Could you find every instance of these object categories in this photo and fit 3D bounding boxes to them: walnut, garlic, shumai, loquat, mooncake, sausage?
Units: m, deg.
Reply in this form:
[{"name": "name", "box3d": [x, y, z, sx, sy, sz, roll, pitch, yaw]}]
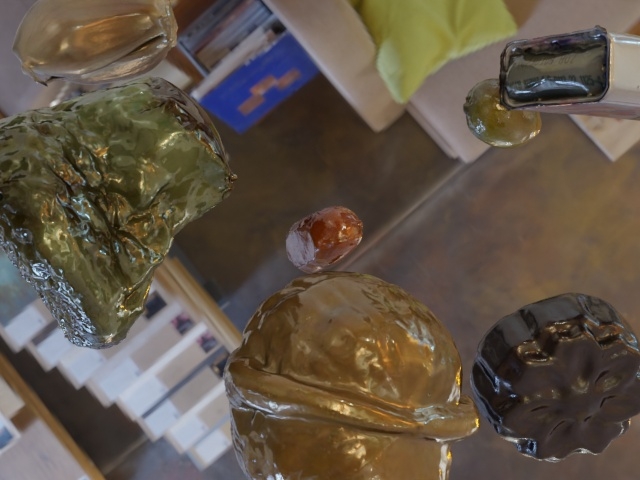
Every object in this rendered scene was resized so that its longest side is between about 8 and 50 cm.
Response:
[{"name": "walnut", "box3d": [0.031, 0.182, 0.998, 0.285, 0.285, 0.296, 36, 63, -78]}, {"name": "garlic", "box3d": [-0.482, -0.388, 1.893, 0.340, 0.246, 0.231, -38, 153, -28]}, {"name": "shumai", "box3d": [-0.282, -0.064, 1.221, 0.323, 0.324, 0.397, -38, -160, -16]}, {"name": "loquat", "box3d": [0.403, -0.276, 1.999, 0.195, 0.152, 0.152, 13, 144, -17]}, {"name": "mooncake", "box3d": [0.388, 0.226, 1.465, 0.283, 0.283, 0.141, -42, -153, 8]}, {"name": "sausage", "box3d": [0.000, 0.000, 1.319, 0.089, 0.089, 0.179, -34, -179, -26]}]

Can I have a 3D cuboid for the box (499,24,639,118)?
[{"name": "box", "box3d": [0.448, -0.236, 1.334, 0.370, 0.112, 0.190, 0, -178, -38]}]
